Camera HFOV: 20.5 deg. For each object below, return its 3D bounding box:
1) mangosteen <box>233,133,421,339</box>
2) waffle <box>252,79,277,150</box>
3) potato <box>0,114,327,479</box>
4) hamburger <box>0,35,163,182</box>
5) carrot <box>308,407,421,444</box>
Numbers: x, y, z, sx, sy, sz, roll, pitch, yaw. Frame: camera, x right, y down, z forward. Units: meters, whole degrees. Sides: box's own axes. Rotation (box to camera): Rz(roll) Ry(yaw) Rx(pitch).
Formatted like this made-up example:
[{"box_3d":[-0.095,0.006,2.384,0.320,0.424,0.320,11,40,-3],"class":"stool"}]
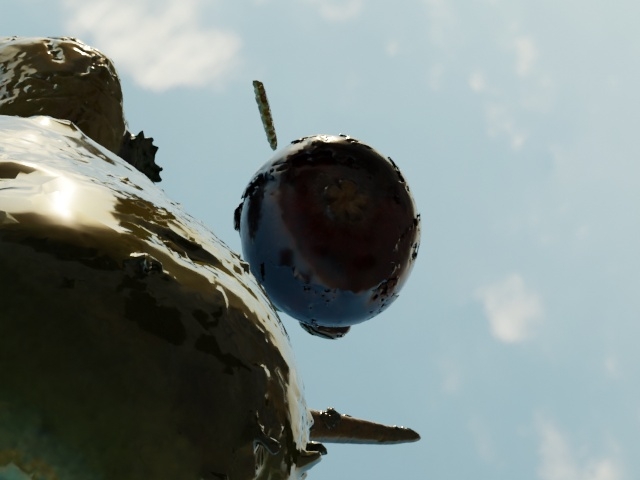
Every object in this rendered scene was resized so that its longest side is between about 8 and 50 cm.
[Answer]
[{"box_3d":[0.000,0.000,1.515,0.166,0.180,0.166,12,-123,-19],"class":"mangosteen"},{"box_3d":[-0.067,-0.151,2.180,0.085,0.016,0.078,74,-177,-54],"class":"waffle"},{"box_3d":[-0.156,0.060,0.814,0.269,0.219,0.359,1,-161,-19],"class":"potato"},{"box_3d":[-0.293,-0.096,1.612,0.211,0.309,0.132,-79,-27,-46],"class":"hamburger"},{"box_3d":[0.009,0.197,1.840,0.254,0.049,0.049,9,-129,-38],"class":"carrot"}]
